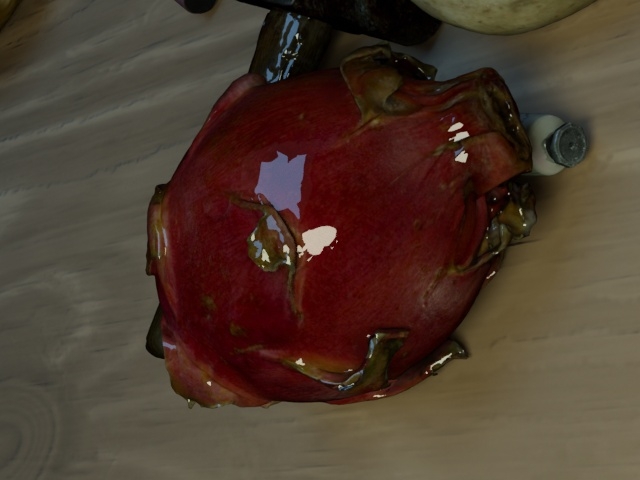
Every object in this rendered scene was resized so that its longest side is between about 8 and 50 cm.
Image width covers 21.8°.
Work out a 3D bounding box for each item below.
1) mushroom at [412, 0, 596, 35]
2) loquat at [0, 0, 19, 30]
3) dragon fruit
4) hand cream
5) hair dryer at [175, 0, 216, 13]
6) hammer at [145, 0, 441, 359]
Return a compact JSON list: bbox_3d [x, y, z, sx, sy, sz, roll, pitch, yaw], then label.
[{"bbox_3d":[0.118,-0.266,1.167,0.184,0.255,0.255,-36,34,-16],"label":"mushroom"},{"bbox_3d":[-0.455,-0.327,1.844,0.275,0.275,0.275,-26,53,41],"label":"loquat"},{"bbox_3d":[0.003,-0.001,1.153,0.315,0.250,0.250,-6,67,34],"label":"dragon fruit"},{"bbox_3d":[0.115,-0.069,1.200,0.194,0.042,0.067,4,80,55],"label":"hand cream"},{"bbox_3d":[-0.102,-0.298,1.579,0.154,0.054,0.106,-54,43,11],"label":"hair dryer"},{"bbox_3d":[-0.056,-0.084,1.379,0.242,0.095,0.408,27,95,52],"label":"hammer"}]
